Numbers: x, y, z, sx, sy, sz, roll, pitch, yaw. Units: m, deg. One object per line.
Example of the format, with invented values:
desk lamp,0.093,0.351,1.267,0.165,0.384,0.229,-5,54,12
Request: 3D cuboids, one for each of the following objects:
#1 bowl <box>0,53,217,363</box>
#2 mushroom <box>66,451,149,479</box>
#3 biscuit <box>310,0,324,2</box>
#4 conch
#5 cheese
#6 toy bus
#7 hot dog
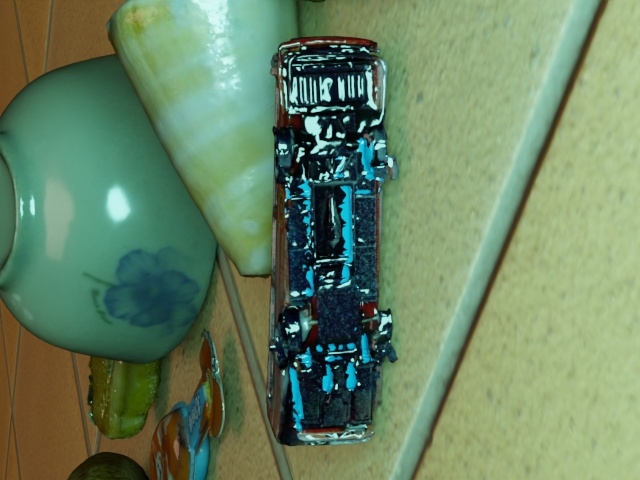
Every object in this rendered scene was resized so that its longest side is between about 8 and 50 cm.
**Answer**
bowl,-0.226,-0.027,1.205,0.289,0.146,0.289,4,95,52
mushroom,-0.275,0.356,1.363,0.267,0.254,0.267,168,90,-78
biscuit,0.013,-0.277,0.752,0.367,0.063,0.314,-114,26,-51
conch,-0.079,-0.101,0.918,0.158,0.127,0.255,169,99,-73
cheese,-0.115,0.171,1.179,0.256,0.037,0.106,114,148,-52
toy bus,0.000,0.000,0.792,0.096,0.073,0.235,-144,55,-75
hot dog,-0.181,0.057,1.328,0.083,0.068,0.289,28,116,42
